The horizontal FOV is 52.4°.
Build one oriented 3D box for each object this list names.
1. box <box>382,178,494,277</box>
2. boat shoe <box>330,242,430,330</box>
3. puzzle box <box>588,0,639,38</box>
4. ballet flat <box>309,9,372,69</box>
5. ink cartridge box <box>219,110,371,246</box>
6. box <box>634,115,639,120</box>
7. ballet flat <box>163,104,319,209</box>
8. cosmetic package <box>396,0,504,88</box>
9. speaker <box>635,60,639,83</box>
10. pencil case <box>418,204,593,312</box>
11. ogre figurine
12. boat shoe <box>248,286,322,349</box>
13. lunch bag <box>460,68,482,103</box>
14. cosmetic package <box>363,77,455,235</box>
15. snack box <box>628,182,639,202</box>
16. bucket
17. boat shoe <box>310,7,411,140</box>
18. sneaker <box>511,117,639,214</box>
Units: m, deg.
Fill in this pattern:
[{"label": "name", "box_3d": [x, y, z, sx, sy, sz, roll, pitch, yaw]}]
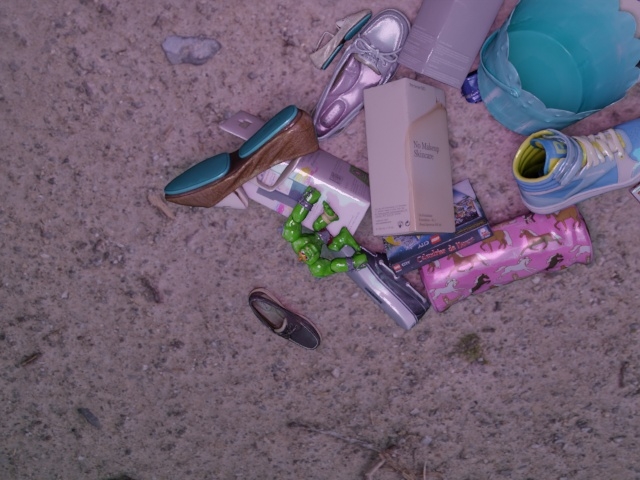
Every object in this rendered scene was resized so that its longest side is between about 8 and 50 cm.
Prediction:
[{"label": "box", "box_3d": [0.253, -0.029, 1.468, 0.233, 0.159, 0.044, -25, 132, 14]}, {"label": "boat shoe", "box_3d": [0.140, 0.074, 1.554, 0.102, 0.108, 0.301, -44, 87, -14]}, {"label": "puzzle box", "box_3d": [0.530, -0.584, 1.218, 0.409, 0.052, 0.272, 42, 140, -4]}, {"label": "ballet flat", "box_3d": [0.039, -0.444, 1.406, 0.052, 0.057, 0.168, 45, 108, 1]}, {"label": "ink cartridge box", "box_3d": [-0.063, -0.144, 1.439, 0.353, 0.207, 0.119, 28, 113, -2]}, {"label": "box", "box_3d": [0.791, -0.282, 1.347, 0.275, 0.113, 0.094, -39, 100, 16]}, {"label": "ballet flat", "box_3d": [-0.148, -0.136, 1.298, 0.342, 0.116, 0.124, -30, 122, 13]}, {"label": "cosmetic package", "box_3d": [0.272, -0.446, 1.329, 0.127, 0.107, 0.238, 12, 111, -37]}, {"label": "speaker", "box_3d": [0.641, -0.349, 1.370, 0.136, 0.055, 0.055, -19, 106, 13]}, {"label": "pencil case", "box_3d": [0.416, 0.035, 1.474, 0.386, 0.167, 0.160, -21, 86, 14]}, {"label": "ogre figurine", "box_3d": [0.000, 0.000, 1.329, 0.118, 0.097, 0.197, -36, 120, 6]}, {"label": "boat shoe", "box_3d": [-0.094, 0.209, 1.634, 0.223, 0.073, 0.080, 40, 109, -7]}, {"label": "lunch bag", "box_3d": [0.347, -0.334, 1.401, 0.098, 0.067, 0.065, -24, 105, 13]}, {"label": "cosmetic package", "box_3d": [0.187, -0.165, 1.363, 0.113, 0.160, 0.309, -5, 88, 41]}, {"label": "snack box", "box_3d": [0.781, -0.146, 1.441, 0.178, 0.022, 0.064, -42, 98, 18]}, {"label": "bucket", "box_3d": [0.453, -0.346, 1.274, 0.281, 0.183, 0.281, 2, 81, -10]}, {"label": "boat shoe", "box_3d": [0.082, -0.351, 1.406, 0.118, 0.103, 0.320, 38, 109, -7]}, {"label": "sneaker", "box_3d": [0.528, -0.171, 1.279, 0.319, 0.208, 0.127, -30, 59, 20]}]
